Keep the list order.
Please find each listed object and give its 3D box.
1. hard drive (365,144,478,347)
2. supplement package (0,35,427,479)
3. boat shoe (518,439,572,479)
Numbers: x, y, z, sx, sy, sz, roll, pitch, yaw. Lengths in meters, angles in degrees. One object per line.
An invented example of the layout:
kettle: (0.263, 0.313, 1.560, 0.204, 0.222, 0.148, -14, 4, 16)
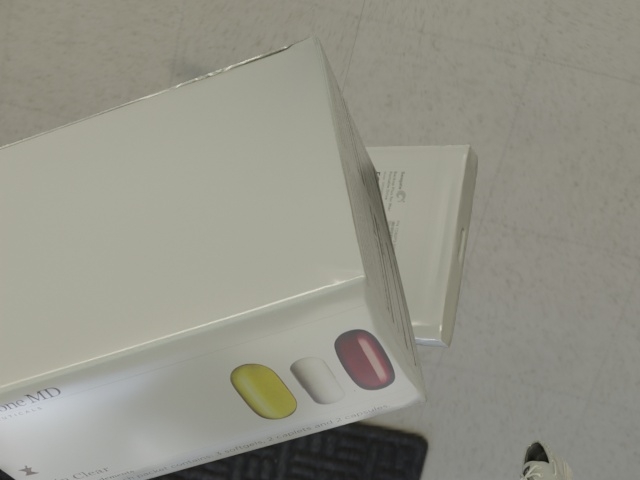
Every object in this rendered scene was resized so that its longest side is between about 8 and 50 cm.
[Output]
hard drive: (0.000, 0.000, 0.993, 0.308, 0.040, 0.203, 1, 70, 28)
supplement package: (-0.089, 0.022, 0.613, 0.262, 0.204, 0.145, -18, 139, 9)
boat shoe: (0.262, 0.288, 1.123, 0.066, 0.184, 0.063, -41, 89, 23)
